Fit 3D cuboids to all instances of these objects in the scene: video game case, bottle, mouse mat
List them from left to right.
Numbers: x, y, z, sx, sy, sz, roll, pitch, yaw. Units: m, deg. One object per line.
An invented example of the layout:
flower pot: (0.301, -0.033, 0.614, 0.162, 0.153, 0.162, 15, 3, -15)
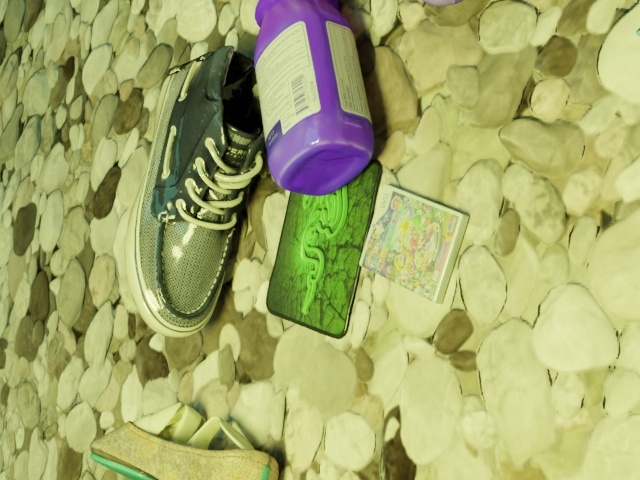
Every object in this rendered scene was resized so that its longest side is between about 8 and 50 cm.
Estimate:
bottle: (-0.016, -0.190, 1.175, 0.118, 0.092, 0.282, -41, 49, 43)
mouse mat: (0.000, 0.000, 1.182, 0.153, 0.007, 0.189, 14, 92, 53)
video game case: (0.087, 0.001, 1.062, 0.122, 0.011, 0.087, 27, 103, 53)

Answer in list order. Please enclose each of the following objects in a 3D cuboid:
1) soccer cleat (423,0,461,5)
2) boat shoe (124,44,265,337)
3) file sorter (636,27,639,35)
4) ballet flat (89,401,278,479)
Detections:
soccer cleat: (0.068, -0.314, 1.111, 0.116, 0.109, 0.318, 108, 146, -42)
boat shoe: (-0.133, -0.063, 1.268, 0.158, 0.127, 0.340, -18, 66, 58)
file sorter: (0.259, -0.165, 0.692, 0.118, 0.104, 0.170, -25, 98, 53)
ballet flat: (-0.150, 0.246, 1.258, 0.316, 0.107, 0.106, 10, 69, 48)
